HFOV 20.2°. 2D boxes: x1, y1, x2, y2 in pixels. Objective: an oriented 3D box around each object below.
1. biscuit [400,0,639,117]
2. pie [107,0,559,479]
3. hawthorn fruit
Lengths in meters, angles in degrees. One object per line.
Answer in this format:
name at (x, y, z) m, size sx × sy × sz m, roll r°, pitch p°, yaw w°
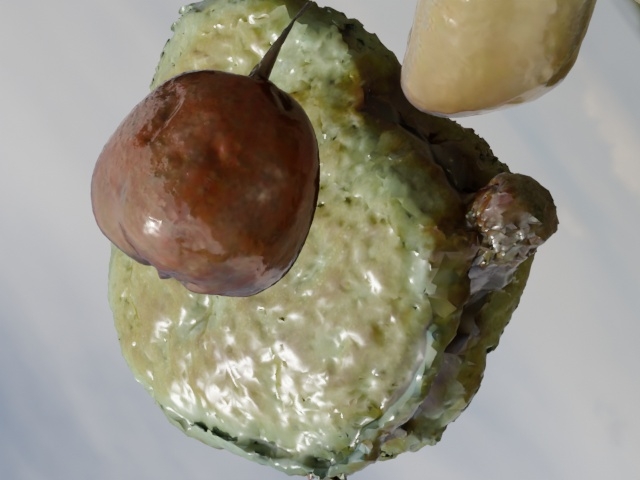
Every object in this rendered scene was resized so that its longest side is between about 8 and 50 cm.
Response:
biscuit at (0.080, -0.131, 0.571) m, size 0.208 × 0.164 × 0.047 m, roll 65°, pitch -171°, yaw -46°
pie at (-0.023, -0.003, 1.617) m, size 0.418 × 0.395 × 0.180 m, roll 38°, pitch -163°, yaw 21°
hawthorn fruit at (-0.071, -0.052, 1.161) m, size 0.149 × 0.189 × 0.149 m, roll 7°, pitch -153°, yaw -4°
